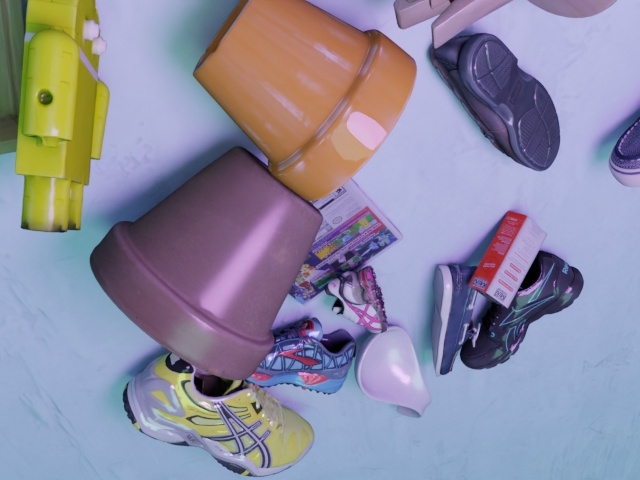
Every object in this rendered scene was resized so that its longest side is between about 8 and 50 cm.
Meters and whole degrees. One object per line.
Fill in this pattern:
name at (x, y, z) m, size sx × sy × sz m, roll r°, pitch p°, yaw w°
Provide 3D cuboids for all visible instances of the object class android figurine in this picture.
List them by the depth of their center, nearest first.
android figurine at (-0.254, -0.144, 0.677) m, size 0.056 × 0.248 × 0.273 m, roll 6°, pitch 89°, yaw -11°

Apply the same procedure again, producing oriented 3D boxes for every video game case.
video game case at (0.000, 0.000, 1.030) m, size 0.201 × 0.023 × 0.183 m, roll -35°, pitch 132°, yaw 13°

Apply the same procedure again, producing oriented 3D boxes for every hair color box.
hair color box at (0.306, 0.031, 1.099) m, size 0.072 × 0.043 × 0.141 m, roll 33°, pitch 84°, yaw -37°

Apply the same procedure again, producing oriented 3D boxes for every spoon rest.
spoon rest at (0.145, 0.258, 1.253) m, size 0.137 × 0.084 × 0.276 m, roll -53°, pitch 138°, yaw -17°

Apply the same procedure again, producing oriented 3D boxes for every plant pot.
plant pot at (-0.030, -0.180, 0.753) m, size 0.188 × 0.205 × 0.205 m, roll 35°, pitch 115°, yaw -21°
plant pot at (-0.119, 0.012, 0.872) m, size 0.229 × 0.263 × 0.263 m, roll -49°, pitch 129°, yaw 4°

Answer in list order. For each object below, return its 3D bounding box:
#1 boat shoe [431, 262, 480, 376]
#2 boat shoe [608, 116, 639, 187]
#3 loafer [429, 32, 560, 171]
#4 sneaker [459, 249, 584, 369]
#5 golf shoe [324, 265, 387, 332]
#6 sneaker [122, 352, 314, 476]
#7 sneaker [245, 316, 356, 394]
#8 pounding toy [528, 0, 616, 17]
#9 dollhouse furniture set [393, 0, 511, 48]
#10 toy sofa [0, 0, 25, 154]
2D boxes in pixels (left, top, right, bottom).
boat shoe at (0.239, 0.144, 1.192) m, size 0.079 × 0.095 × 0.254 m, roll -3°, pitch 123°, yaw -1°
boat shoe at (0.529, -0.234, 0.936) m, size 0.340 × 0.127 × 0.158 m, roll -41°, pitch 124°, yaw 9°
loafer at (0.243, -0.189, 0.915) m, size 0.267 × 0.084 × 0.096 m, roll 37°, pitch 81°, yaw -43°
sneaker at (0.340, 0.122, 1.216) m, size 0.106 × 0.101 × 0.267 m, roll 36°, pitch 107°, yaw -24°
golf shoe at (0.062, 0.102, 1.108) m, size 0.086 × 0.067 × 0.186 m, roll -13°, pitch 145°, yaw 9°
sneaker at (-0.143, 0.301, 1.172) m, size 0.384 × 0.145 × 0.147 m, roll 28°, pitch 118°, yaw -37°
sneaker at (-0.052, 0.174, 1.136) m, size 0.262 × 0.104 × 0.125 m, roll 15°, pitch 110°, yaw -36°
pounding toy at (0.267, -0.366, 0.711) m, size 0.110 × 0.183 × 0.237 m, roll -46°, pitch 130°, yaw -10°
dollhouse furniture set at (0.105, -0.322, 0.637) m, size 0.135 × 0.262 × 0.259 m, roll -29°, pitch 167°, yaw 6°
toy sofa at (-0.368, -0.259, 0.613) m, size 0.150 × 0.177 × 0.362 m, roll -20°, pitch 139°, yaw -35°
